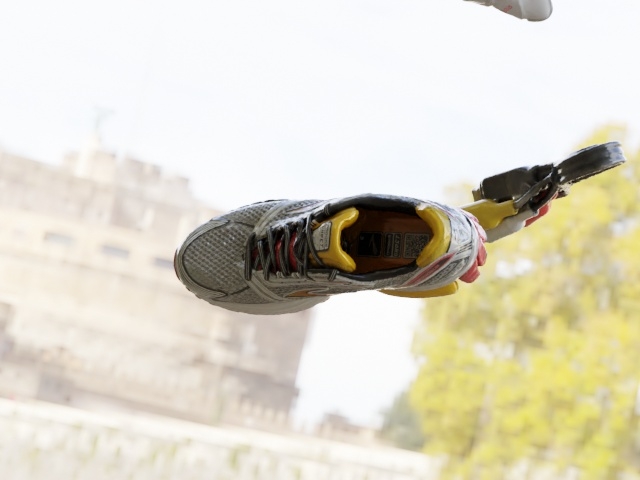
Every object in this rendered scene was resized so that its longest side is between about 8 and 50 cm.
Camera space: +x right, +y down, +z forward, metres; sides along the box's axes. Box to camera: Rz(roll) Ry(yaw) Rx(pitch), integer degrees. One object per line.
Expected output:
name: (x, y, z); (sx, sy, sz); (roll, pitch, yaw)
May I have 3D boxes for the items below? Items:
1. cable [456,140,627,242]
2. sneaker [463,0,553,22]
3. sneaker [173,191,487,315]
cable: (0.242, -0.047, 2.007); (0.139, 0.072, 0.287); (-8, -3, -30)
sneaker: (0.222, -0.309, 1.870); (0.115, 0.232, 0.090); (28, -7, -11)
sneaker: (0.000, 0.000, 1.394); (0.225, 0.088, 0.093); (-8, -13, 16)
